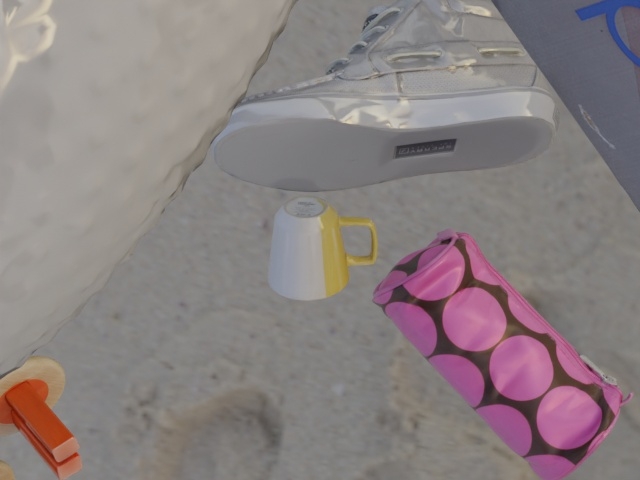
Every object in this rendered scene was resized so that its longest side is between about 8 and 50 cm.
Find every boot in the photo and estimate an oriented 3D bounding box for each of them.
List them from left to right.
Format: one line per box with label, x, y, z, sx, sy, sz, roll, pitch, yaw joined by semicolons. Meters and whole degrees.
boot;0.039;-0.113;1.294;0.258;0.095;0.123;-3;58;-15

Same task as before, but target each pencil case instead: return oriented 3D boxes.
pencil case;0.142;0.084;1.379;0.209;0.095;0.098;45;106;-2

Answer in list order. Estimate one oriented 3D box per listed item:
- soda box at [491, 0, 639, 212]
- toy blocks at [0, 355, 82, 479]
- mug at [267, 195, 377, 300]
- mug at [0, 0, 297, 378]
soda box;0.086;-0.069;0.336;0.083;0.263;0.092;-44;15;-24
toy blocks;-0.154;0.118;0.884;0.148;0.054;0.123;49;123;31
mug;-0.004;-0.001;1.331;0.062;0.078;0.064;33;136;44
mug;-0.161;-0.098;0.704;0.276;0.374;0.328;30;87;-8
